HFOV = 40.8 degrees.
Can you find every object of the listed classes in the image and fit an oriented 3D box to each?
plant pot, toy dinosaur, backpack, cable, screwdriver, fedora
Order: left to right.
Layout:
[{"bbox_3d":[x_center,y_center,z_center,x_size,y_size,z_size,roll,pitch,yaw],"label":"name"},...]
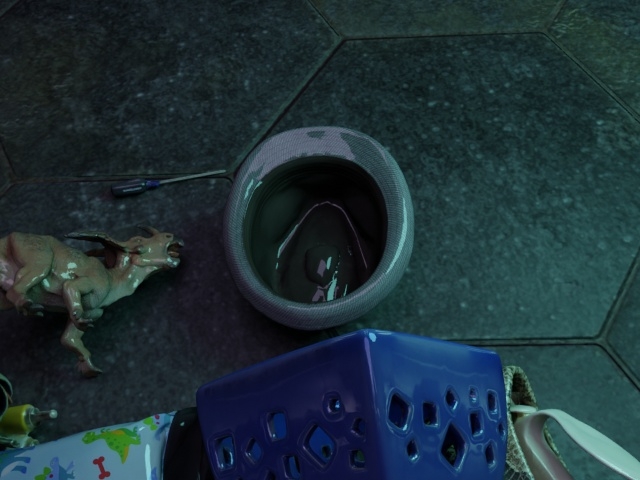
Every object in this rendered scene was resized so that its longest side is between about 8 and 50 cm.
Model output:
[{"bbox_3d":[-0.458,0.251,1.040,0.287,0.072,0.140,3,63,22],"label":"cable"},{"bbox_3d":[-0.333,0.038,1.079,0.295,0.127,0.200,22,45,-30],"label":"toy dinosaur"},{"bbox_3d":[-0.255,0.325,0.862,0.355,0.273,0.290,-17,58,15],"label":"backpack"},{"bbox_3d":[-0.223,-0.085,1.269,0.169,0.024,0.025,-6,84,-8],"label":"screwdriver"},{"bbox_3d":[0.000,0.000,1.123,0.243,0.124,0.276,-7,63,2],"label":"fedora"},{"bbox_3d":[0.041,0.225,0.830,0.235,0.236,0.212,-23,64,36],"label":"plant pot"}]

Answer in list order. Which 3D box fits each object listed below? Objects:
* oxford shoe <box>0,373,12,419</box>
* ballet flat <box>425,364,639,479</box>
[{"bbox_3d":[-0.404,0.174,0.935,0.130,0.348,0.123,14,93,-19],"label":"oxford shoe"},{"bbox_3d":[0.278,0.318,0.833,0.182,0.164,0.483,-46,52,18],"label":"ballet flat"}]
